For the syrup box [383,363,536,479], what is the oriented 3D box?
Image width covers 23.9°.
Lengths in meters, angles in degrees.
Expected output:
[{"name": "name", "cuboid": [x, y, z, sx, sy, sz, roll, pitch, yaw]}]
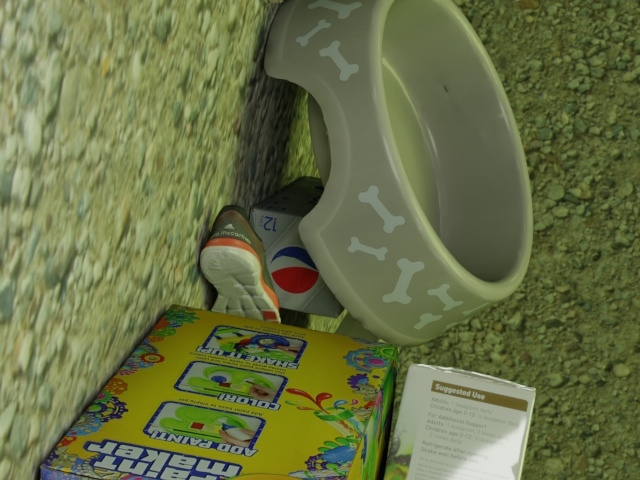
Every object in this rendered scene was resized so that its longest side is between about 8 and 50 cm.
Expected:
[{"name": "syrup box", "cuboid": [0.083, 0.214, 1.055, 0.093, 0.096, 0.237, 80, 21, -72]}]

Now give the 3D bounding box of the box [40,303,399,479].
[{"name": "box", "cuboid": [-0.067, 0.235, 1.011, 0.279, 0.177, 0.290, -59, 158, -70]}]

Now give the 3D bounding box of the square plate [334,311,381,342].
[{"name": "square plate", "cuboid": [0.038, 0.114, 1.699, 0.344, 0.049, 0.347, -58, 177, 9]}]

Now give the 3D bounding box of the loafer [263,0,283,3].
[{"name": "loafer", "cuboid": [-0.018, -0.250, 1.265, 0.045, 0.039, 0.125, 88, 14, -59]}]

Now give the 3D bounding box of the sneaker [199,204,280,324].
[{"name": "sneaker", "cuboid": [-0.061, 0.025, 1.242, 0.158, 0.061, 0.065, 87, 8, -59]}]

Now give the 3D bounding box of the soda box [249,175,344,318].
[{"name": "soda box", "cuboid": [0.000, 0.000, 1.496, 0.286, 0.098, 0.091, -44, 143, -78]}]

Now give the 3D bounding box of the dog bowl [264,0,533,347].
[{"name": "dog bowl", "cuboid": [0.085, -0.083, 1.380, 0.349, 0.102, 0.349, 38, 43, -48]}]
